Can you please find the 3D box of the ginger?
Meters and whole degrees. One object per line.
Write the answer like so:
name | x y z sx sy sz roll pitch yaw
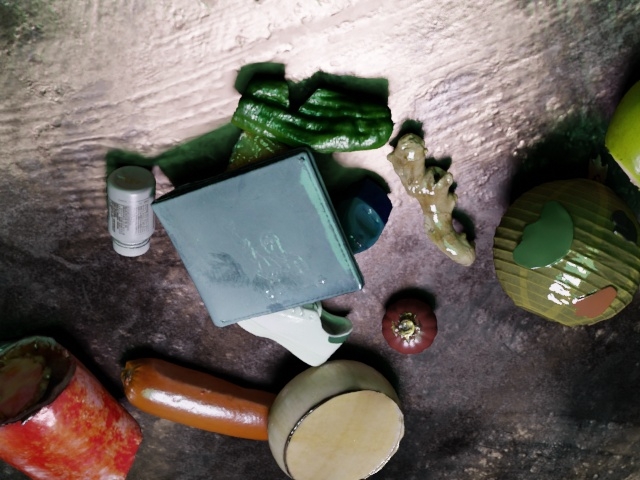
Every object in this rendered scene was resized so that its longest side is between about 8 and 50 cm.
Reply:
ginger | 0.195 -0.062 1.937 0.089 0.075 0.288 -27 119 13

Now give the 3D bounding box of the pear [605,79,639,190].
pear | 0.549 -0.177 1.785 0.220 0.187 0.187 -39 119 16

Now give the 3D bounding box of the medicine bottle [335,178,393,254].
medicine bottle | 0.000 0.000 1.964 0.258 0.124 0.079 -28 121 33

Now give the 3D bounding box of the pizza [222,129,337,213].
pizza | -0.096 -0.093 1.901 0.188 0.080 0.204 -24 106 24

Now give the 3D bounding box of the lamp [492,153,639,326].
lamp | 0.410 -0.003 1.891 0.250 0.250 0.284 23 85 -17

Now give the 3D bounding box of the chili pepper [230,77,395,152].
chili pepper | -0.010 -0.187 1.818 0.253 0.083 0.099 9 84 -5

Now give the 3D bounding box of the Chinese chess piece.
Chinese chess piece | 0.028 0.343 2.176 0.257 0.104 0.257 -11 125 -17

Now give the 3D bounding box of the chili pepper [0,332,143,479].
chili pepper | -0.480 0.330 2.161 0.251 0.229 0.305 -27 134 16

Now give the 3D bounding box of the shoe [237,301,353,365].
shoe | -0.056 0.122 2.061 0.110 0.095 0.265 -36 128 24

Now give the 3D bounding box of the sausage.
sausage | -0.206 0.306 2.196 0.349 0.094 0.097 20 125 -16

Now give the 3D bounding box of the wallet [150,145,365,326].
wallet | -0.098 0.002 1.871 0.290 0.054 0.251 -15 111 22

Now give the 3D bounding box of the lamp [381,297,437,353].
lamp | 0.158 0.153 2.085 0.101 0.090 0.101 0 88 12

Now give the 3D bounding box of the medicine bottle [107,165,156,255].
medicine bottle | -0.311 -0.047 1.932 0.079 0.079 0.140 4 128 -4
